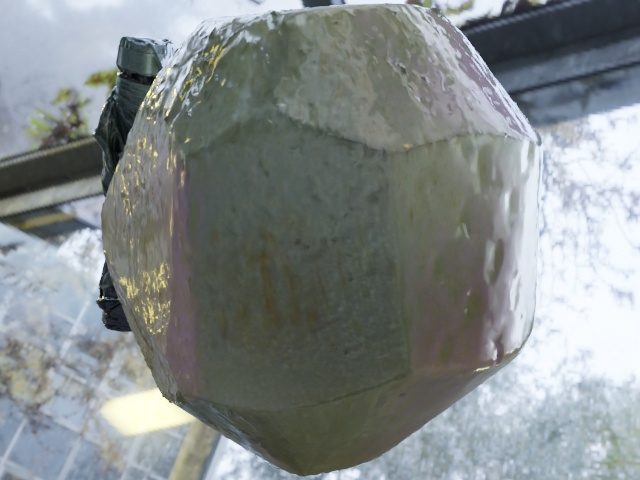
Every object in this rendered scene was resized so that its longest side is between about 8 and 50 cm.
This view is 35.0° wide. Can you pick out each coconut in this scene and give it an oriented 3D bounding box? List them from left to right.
[{"bbox_3d":[0.000,0.000,0.508,0.197,0.237,0.237,-8,-31,-30],"label":"coconut"}]

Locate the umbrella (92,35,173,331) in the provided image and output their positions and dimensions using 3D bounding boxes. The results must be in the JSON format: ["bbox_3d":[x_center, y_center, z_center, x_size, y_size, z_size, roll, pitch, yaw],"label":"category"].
[{"bbox_3d":[-0.114,-0.031,0.628,0.046,0.050,0.188,14,-69,15],"label":"umbrella"}]
